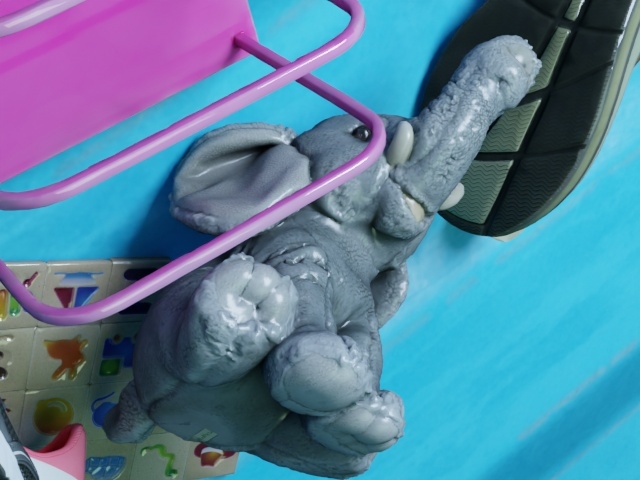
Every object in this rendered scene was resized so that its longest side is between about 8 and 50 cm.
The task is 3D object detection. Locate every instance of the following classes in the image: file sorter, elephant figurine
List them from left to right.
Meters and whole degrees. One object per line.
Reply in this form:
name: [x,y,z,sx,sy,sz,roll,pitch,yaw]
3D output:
file sorter: [-0.107,-0.140,0.566,0.202,0.182,0.290,-30,129,-19]
elephant figurine: [0.000,0.000,0.754,0.169,0.186,0.239,102,4,-59]

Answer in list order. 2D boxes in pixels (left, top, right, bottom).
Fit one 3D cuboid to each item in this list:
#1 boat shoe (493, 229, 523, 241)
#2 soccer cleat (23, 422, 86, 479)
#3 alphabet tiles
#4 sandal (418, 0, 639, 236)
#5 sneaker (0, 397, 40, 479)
boat shoe: [0.144,-0.060,0.887,0.049,0.042,0.133,38,92,-33]
soccer cleat: [-0.233,0.106,0.687,0.248,0.083,0.095,26,69,-31]
alphabet tiles: [-0.141,0.100,0.794,0.237,0.009,0.198,-2,115,-36]
sandal: [0.161,-0.136,0.814,0.086,0.120,0.302,12,107,-54]
sneaker: [-0.184,0.053,0.656,0.178,0.072,0.077,62,35,-12]
